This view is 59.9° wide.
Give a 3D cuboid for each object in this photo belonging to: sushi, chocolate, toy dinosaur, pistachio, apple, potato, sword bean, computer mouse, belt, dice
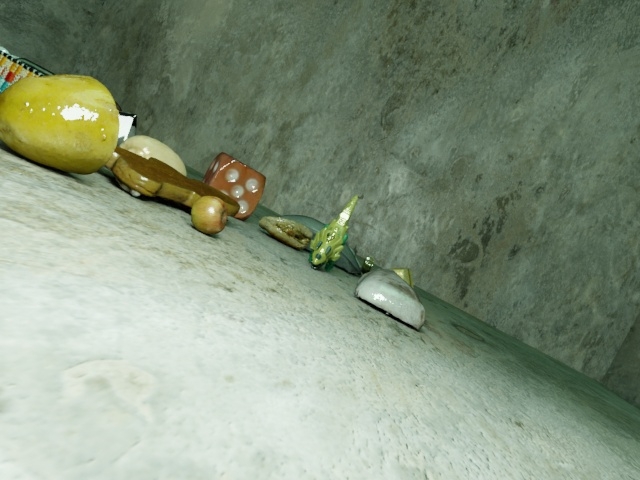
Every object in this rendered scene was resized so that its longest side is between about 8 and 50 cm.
[{"bbox_3d":[-0.703,-0.340,1.694,0.273,0.134,0.109,10,-4,-24],"label":"sushi"},{"bbox_3d":[0.189,0.140,1.468,0.185,0.100,0.303,31,6,2],"label":"chocolate"},{"bbox_3d":[0.040,-0.016,1.586,0.094,0.259,0.153,30,-24,4],"label":"toy dinosaur"},{"bbox_3d":[-0.452,-0.214,1.503,0.200,0.117,0.145,23,20,-53],"label":"pistachio"},{"bbox_3d":[-0.229,-0.052,1.139,0.071,0.084,0.084,7,1,6],"label":"apple"},{"bbox_3d":[-0.464,-0.203,0.939,0.203,0.178,0.158,47,25,20],"label":"potato"},{"bbox_3d":[0.169,0.098,2.040,0.038,0.043,0.269,48,-5,8],"label":"sword bean"},{"bbox_3d":[0.001,-0.003,2.004,0.374,0.114,0.203,28,2,2],"label":"computer mouse"},{"bbox_3d":[-0.627,-0.301,1.179,0.257,0.150,0.207,28,-6,-2],"label":"belt"},{"bbox_3d":[-0.295,-0.182,1.849,0.175,0.179,0.174,24,4,-22],"label":"dice"}]

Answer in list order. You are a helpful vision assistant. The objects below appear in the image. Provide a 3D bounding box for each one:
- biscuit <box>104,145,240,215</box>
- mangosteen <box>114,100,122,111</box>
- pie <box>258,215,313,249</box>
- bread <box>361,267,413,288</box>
[{"bbox_3d":[-0.350,-0.121,1.329,0.283,0.064,0.432,35,7,28],"label":"biscuit"},{"bbox_3d":[-0.770,-0.424,1.977,0.184,0.172,0.172,47,-4,-20],"label":"mangosteen"},{"bbox_3d":[-0.113,-0.028,1.803,0.193,0.079,0.163,25,-4,-39],"label":"pie"},{"bbox_3d":[0.242,0.171,2.017,0.178,0.135,0.240,-6,-5,14],"label":"bread"}]
